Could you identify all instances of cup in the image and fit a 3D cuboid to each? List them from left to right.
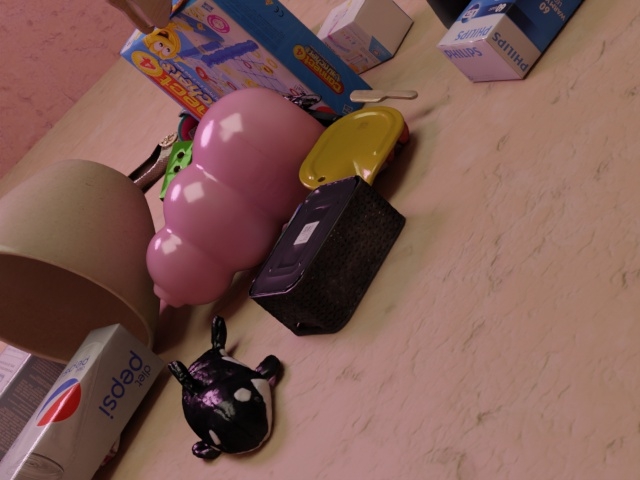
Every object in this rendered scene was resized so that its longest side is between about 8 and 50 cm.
[{"bbox_3d":[-0.384,0.016,1.792,0.331,0.331,0.237,-25,41,46],"label":"cup"}]

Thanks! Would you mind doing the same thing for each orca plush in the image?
[{"bbox_3d":[-0.134,0.161,1.420,0.151,0.102,0.287,-43,22,15],"label":"orca plush"}]

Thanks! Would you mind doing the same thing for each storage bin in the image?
[{"bbox_3d":[0.007,0.019,1.415,0.122,0.084,0.180,-12,42,58],"label":"storage bin"},{"bbox_3d":[0.226,-0.374,1.660,0.091,0.098,0.135,-48,18,-28],"label":"storage bin"}]

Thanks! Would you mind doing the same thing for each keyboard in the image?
[{"bbox_3d":[-0.001,-0.191,1.726,0.192,0.100,0.038,20,82,57],"label":"keyboard"}]

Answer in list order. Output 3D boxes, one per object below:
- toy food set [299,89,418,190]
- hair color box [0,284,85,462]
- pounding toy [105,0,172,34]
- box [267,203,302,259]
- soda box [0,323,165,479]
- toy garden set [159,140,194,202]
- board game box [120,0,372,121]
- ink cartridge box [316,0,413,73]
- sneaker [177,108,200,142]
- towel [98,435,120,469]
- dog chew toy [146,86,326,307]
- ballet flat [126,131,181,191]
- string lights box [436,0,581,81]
[{"bbox_3d":[0.061,-0.115,1.565,0.128,0.071,0.218,0,42,35],"label":"toy food set"},{"bbox_3d":[-0.491,0.244,1.966,0.374,0.113,0.185,-55,22,-18],"label":"hair color box"},{"bbox_3d":[-0.242,-0.448,1.784,0.155,0.154,0.270,2,74,63],"label":"pounding toy"},{"bbox_3d":[-0.046,0.011,1.549,0.136,0.028,0.081,-54,10,51],"label":"box"},{"bbox_3d":[-0.340,0.256,1.606,0.091,0.098,0.286,-15,36,51],"label":"soda box"},{"bbox_3d":[-0.137,-0.068,1.814,0.244,0.049,0.204,-3,60,25],"label":"toy garden set"},{"bbox_3d":[-0.125,-0.275,1.867,0.302,0.308,0.086,-17,39,55],"label":"board game box"},{"bbox_3d":[0.062,-0.339,1.908,0.143,0.092,0.090,-20,36,54],"label":"ink cartridge box"},{"bbox_3d":[-0.206,-0.242,2.241,0.178,0.124,0.295,-44,21,-15],"label":"sneaker"},{"bbox_3d":[-0.352,0.309,1.704,0.197,0.029,0.144,-37,24,20],"label":"towel"},{"bbox_3d":[-0.128,-0.052,1.652,0.332,0.206,0.206,-56,21,-1],"label":"dog chew toy"},{"bbox_3d":[-0.384,-0.149,2.500,0.250,0.058,0.084,-45,22,10],"label":"ballet flat"},{"bbox_3d":[0.276,-0.327,1.489,0.260,0.076,0.133,-52,21,-9],"label":"string lights box"}]
